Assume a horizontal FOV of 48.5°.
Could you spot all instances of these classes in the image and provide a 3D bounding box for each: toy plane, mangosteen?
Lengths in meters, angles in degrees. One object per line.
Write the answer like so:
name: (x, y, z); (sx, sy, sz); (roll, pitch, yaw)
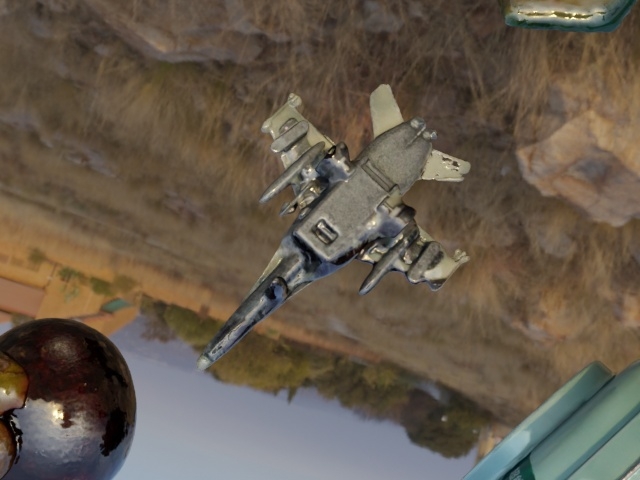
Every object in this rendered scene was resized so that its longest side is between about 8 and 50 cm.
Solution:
toy plane: (0.002, -0.003, 0.535); (0.192, 0.262, 0.088); (42, 157, 1)
mangosteen: (-0.190, 0.116, 0.461); (0.140, 0.140, 0.140); (17, 168, 4)

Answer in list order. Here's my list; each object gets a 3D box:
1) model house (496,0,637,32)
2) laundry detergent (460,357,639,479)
model house: (0.319, -0.468, 0.916); (0.335, 0.382, 0.342); (-22, 129, 26)
laundry detergent: (0.278, 0.269, 0.581); (0.305, 0.287, 0.287); (48, 180, 23)
